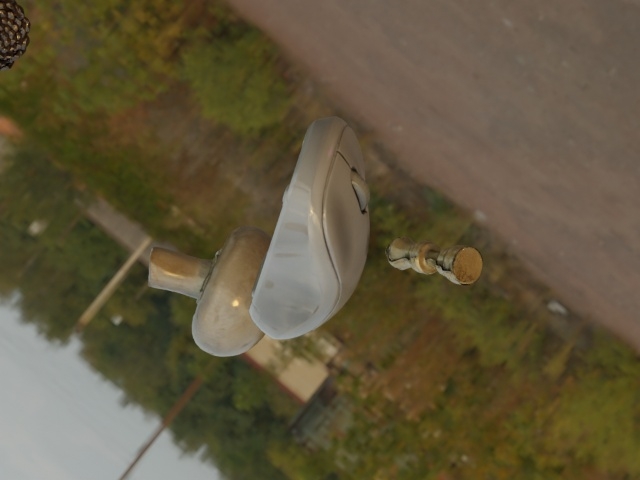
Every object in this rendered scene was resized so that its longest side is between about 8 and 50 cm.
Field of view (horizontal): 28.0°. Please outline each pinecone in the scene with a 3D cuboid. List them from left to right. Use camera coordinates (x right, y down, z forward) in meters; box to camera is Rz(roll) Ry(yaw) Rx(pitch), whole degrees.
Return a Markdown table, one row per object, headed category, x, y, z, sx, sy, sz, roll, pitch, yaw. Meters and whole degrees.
| category | x | y | z | sx | sy | sz | roll | pitch | yaw |
| --- | --- | --- | --- | --- | --- | --- | --- | --- | --- |
| pinecone | -0.521 | -0.326 | 1.982 | 0.140 | 0.140 | 0.121 | 41 | 176 | -25 |

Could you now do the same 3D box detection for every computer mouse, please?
| category | x | y | z | sx | sy | sz | roll | pitch | yaw |
| --- | --- | --- | --- | --- | --- | --- | --- | --- | --- |
| computer mouse | 0.000 | 0.000 | 1.495 | 0.121 | 0.184 | 0.297 | 21 | 134 | -1 |

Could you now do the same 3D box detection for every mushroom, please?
| category | x | y | z | sx | sy | sz | roll | pitch | yaw |
| --- | --- | --- | --- | --- | --- | --- | --- | --- | --- |
| mushroom | -0.162 | 0.067 | 1.960 | 0.215 | 0.207 | 0.207 | 18 | 179 | -6 |

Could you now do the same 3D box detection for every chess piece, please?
| category | x | y | z | sx | sy | sz | roll | pitch | yaw |
| --- | --- | --- | --- | --- | --- | --- | --- | --- | --- |
| chess piece | 0.153 | 0.026 | 1.828 | 0.060 | 0.060 | 0.172 | 42 | 162 | -33 |
